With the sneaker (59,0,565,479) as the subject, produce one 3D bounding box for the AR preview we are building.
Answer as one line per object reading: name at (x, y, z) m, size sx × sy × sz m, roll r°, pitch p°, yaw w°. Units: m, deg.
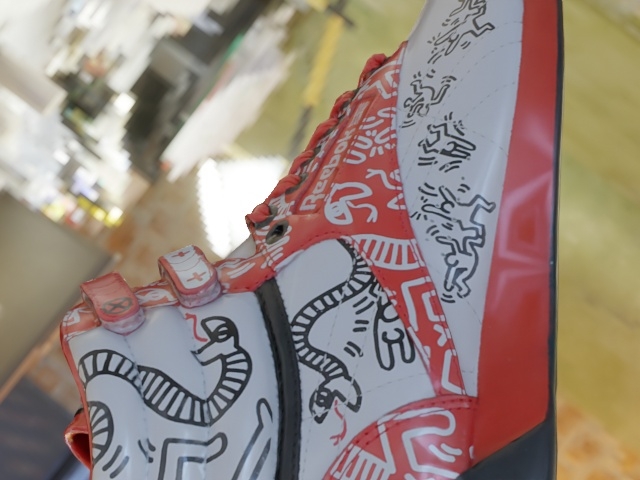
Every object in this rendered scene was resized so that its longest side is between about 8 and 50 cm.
sneaker at (0.000, 0.000, 0.569) m, size 0.090 × 0.145 × 0.270 m, roll 85°, pitch 9°, yaw -56°
